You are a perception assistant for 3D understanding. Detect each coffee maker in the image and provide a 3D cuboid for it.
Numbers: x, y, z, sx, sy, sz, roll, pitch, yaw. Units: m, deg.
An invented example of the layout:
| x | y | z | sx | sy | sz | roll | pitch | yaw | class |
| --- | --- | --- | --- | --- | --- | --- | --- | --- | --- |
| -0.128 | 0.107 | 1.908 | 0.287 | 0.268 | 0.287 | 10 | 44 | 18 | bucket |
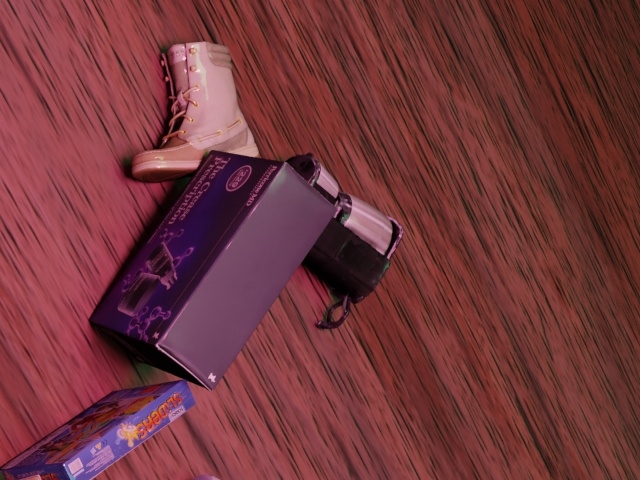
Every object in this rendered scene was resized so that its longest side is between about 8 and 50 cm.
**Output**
| x | y | z | sx | sy | sz | roll | pitch | yaw | class |
| --- | --- | --- | --- | --- | --- | --- | --- | --- | --- |
| 0.000 | 0.000 | 2.313 | 0.178 | 0.120 | 0.171 | 35 | 59 | -35 | coffee maker |

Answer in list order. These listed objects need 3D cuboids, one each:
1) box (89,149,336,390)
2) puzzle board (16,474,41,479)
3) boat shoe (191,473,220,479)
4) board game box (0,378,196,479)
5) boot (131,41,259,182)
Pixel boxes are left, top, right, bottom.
| x | y | z | sx | sy | sz | roll | pitch | yaw | class |
| --- | --- | --- | --- | --- | --- | --- | --- | --- | --- |
| -0.128 | 0.029 | 2.075 | 0.103 | 0.184 | 0.261 | 43 | 74 | -32 | box |
| -0.324 | 0.324 | 1.934 | 0.128 | 0.096 | 0.011 | 70 | 23 | -8 | puzzle board |
| -0.138 | 0.433 | 2.085 | 0.105 | 0.113 | 0.306 | 33 | 47 | -30 | boat shoe |
| -0.254 | 0.223 | 1.994 | 0.201 | 0.136 | 0.035 | -34 | 105 | -43 | board game box |
| -0.171 | -0.162 | 2.205 | 0.213 | 0.077 | 0.165 | -16 | 93 | -51 | boot |
